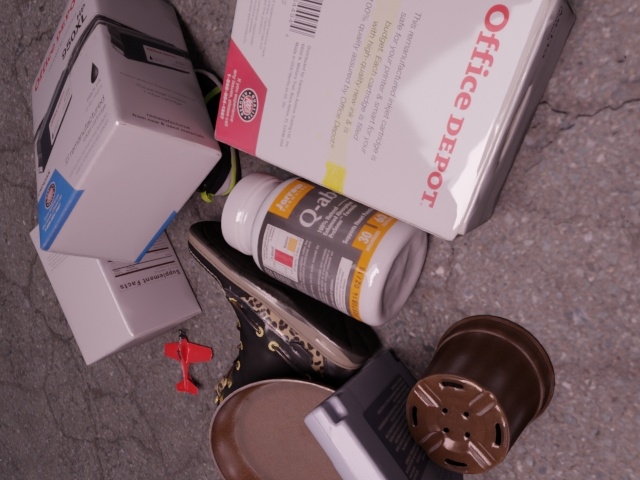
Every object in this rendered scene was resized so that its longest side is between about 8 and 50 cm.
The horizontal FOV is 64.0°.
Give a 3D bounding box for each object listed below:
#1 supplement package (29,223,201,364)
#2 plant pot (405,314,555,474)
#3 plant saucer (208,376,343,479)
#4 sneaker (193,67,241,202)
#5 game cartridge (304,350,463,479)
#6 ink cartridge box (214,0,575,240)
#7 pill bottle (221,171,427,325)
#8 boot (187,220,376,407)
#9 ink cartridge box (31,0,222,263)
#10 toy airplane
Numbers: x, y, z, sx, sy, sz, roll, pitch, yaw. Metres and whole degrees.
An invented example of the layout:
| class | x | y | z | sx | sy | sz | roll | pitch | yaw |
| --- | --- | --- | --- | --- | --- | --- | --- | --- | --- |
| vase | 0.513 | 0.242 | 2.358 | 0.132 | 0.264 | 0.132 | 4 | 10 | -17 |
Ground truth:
| class | x | y | z | sx | sy | sz | roll | pitch | yaw |
| --- | --- | --- | --- | --- | --- | --- | --- | --- | --- |
| supplement package | -0.407 | 0.065 | 1.023 | 0.178 | 0.175 | 0.292 | -29 | 83 | 33 |
| plant pot | 0.200 | 0.199 | 0.661 | 0.167 | 0.165 | 0.166 | 7 | 103 | 32 |
| plant saucer | -0.022 | 0.332 | 0.803 | 0.311 | 0.050 | 0.310 | 6 | 115 | 13 |
| sneaker | -0.200 | -0.184 | 0.882 | 0.084 | 0.097 | 0.234 | -13 | 93 | 34 |
| game cartridge | 0.100 | 0.257 | 0.659 | 0.062 | 0.297 | 0.198 | -37 | 77 | 16 |
| ink cartridge box | 0.073 | -0.204 | 0.660 | 0.385 | 0.160 | 0.279 | 27 | 114 | 26 |
| pill bottle | 0.000 | 0.000 | 0.752 | 0.279 | 0.162 | 0.162 | 23 | 112 | 27 |
| boot | -0.118 | 0.166 | 0.885 | 0.378 | 0.138 | 0.284 | 35 | 117 | 15 |
| ink cartridge box | -0.345 | -0.206 | 0.851 | 0.285 | 0.166 | 0.394 | -44 | 53 | 30 |
| toy airplane | -0.284 | 0.260 | 1.073 | 0.151 | 0.028 | 0.151 | 8 | 105 | 34 |
